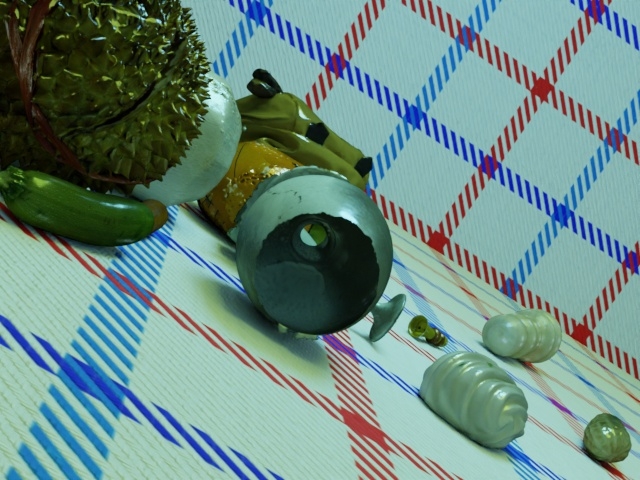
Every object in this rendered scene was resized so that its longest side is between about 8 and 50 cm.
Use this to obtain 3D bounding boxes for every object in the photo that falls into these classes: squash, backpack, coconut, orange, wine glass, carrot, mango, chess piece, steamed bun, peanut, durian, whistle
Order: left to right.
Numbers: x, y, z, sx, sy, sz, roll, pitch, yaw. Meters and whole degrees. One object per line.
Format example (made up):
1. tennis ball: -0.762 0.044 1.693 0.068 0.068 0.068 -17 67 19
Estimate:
1. durian: -0.312 -0.213 1.405 0.384 0.347 0.348 30 5 28
2. squash: -0.289 -0.033 1.317 0.069 0.069 0.258 39 12 32
3. carrot: -0.255 -0.023 1.503 0.048 0.048 0.216 34 13 1
4. coconut: -0.266 -0.191 1.741 0.247 0.245 0.245 34 6 -32
5. orange: -0.112 -0.078 1.945 0.234 0.182 0.234 22 17 -7
6. backpack: -0.093 -0.176 2.234 0.378 0.201 0.353 10 -20 41
7. wine glass: -0.014 0.012 1.590 0.238 0.238 0.323 33 9 -7
8. mango: 0.000 0.000 2.258 0.091 0.074 0.165 41 11 35
9. wine glass: 0.030 -0.022 1.848 0.309 0.264 0.096 36 -27 -10
10. whistle: 0.209 0.186 2.155 0.109 0.057 0.046 38 47 -51
11. steamed bun: 0.247 0.239 1.690 0.183 0.106 0.183 31 8 -5
12. chess piece: 0.469 0.230 2.628 0.143 0.142 0.261 38 16 28
13. peanut: 0.563 0.385 2.145 0.093 0.083 0.194 22 5 17
